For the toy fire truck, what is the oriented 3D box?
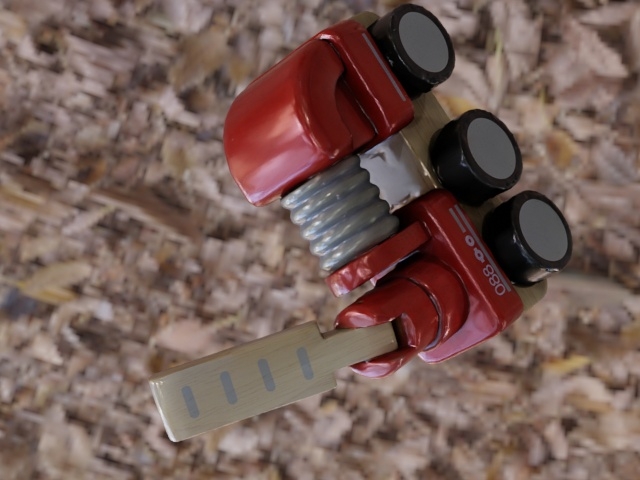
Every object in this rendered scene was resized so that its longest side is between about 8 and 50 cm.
[{"bbox_3d":[0.000,0.000,0.998,0.158,0.246,0.217,-30,92,43],"label":"toy fire truck"}]
